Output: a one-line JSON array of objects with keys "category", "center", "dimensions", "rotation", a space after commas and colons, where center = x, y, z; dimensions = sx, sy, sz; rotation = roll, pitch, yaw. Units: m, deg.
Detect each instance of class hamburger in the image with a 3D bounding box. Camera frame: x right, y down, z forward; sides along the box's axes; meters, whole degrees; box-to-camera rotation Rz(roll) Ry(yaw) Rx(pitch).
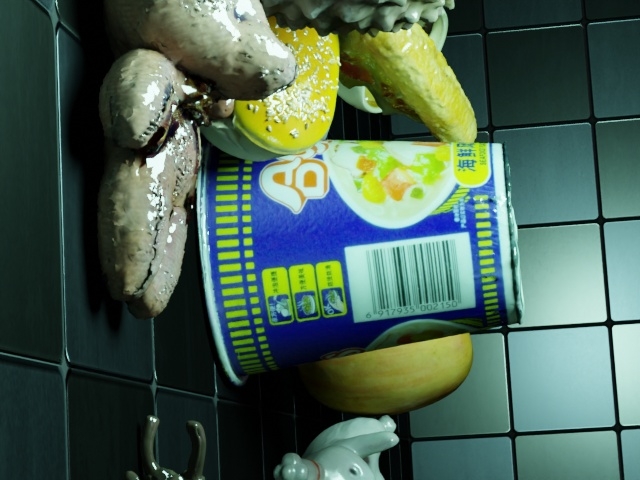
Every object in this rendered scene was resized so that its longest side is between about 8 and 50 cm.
[{"category": "hamburger", "center": [-0.060, -0.181, 1.522], "dimensions": [0.116, 0.173, 0.210], "rotation": [-39, -136, 52]}]

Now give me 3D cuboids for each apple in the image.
[{"category": "apple", "center": [0.084, 0.116, 2.085], "dimensions": [0.242, 0.241, 0.242], "rotation": [-4, 90, -81]}]

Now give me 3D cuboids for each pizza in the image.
[{"category": "pizza", "center": [0.040, -0.203, 1.687], "dimensions": [0.287, 0.075, 0.280], "rotation": [31, -13, 51]}]

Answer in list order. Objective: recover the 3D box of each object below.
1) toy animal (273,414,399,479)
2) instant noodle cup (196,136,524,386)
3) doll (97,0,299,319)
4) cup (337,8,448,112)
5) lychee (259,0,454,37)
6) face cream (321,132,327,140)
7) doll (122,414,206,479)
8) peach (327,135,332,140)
[{"category": "toy animal", "center": [0.028, 0.307, 1.949], "dimensions": [0.282, 0.138, 0.140], "rotation": [-22, 113, -81]}, {"category": "instant noodle cup", "center": [0.051, 0.003, 1.631], "dimensions": [0.284, 0.312, 0.284], "rotation": [-5, 90, -83]}, {"category": "doll", "center": [-0.097, -0.091, 1.210], "dimensions": [0.201, 0.156, 0.303], "rotation": [81, 11, -77]}, {"category": "cup", "center": [0.006, -0.260, 1.927], "dimensions": [0.255, 0.202, 0.173], "rotation": [-34, 152, -36]}, {"category": "lychee", "center": [0.018, -0.373, 1.379], "dimensions": [0.380, 0.380, 0.432], "rotation": [70, 21, -63]}, {"category": "face cream", "center": [-0.032, -0.152, 1.938], "dimensions": [0.311, 0.092, 0.092], "rotation": [-75, 159, -69]}, {"category": "doll", "center": [-0.119, 0.227, 1.227], "dimensions": [0.139, 0.057, 0.165], "rotation": [-82, 171, -69]}, {"category": "peach", "center": [0.003, 0.002, 1.878], "dimensions": [0.189, 0.068, 0.279], "rotation": [-72, 178, -56]}]
